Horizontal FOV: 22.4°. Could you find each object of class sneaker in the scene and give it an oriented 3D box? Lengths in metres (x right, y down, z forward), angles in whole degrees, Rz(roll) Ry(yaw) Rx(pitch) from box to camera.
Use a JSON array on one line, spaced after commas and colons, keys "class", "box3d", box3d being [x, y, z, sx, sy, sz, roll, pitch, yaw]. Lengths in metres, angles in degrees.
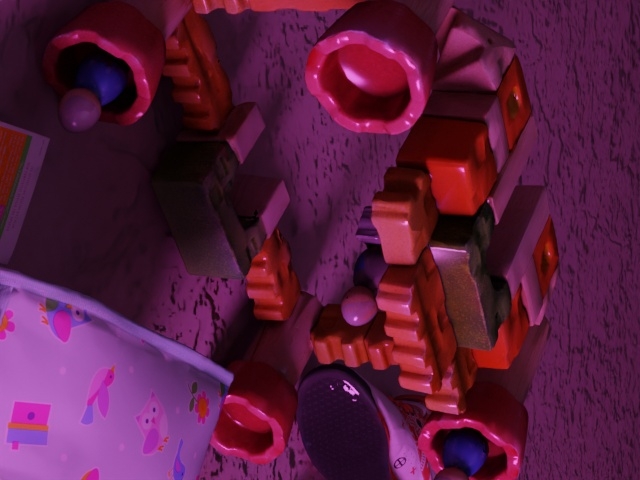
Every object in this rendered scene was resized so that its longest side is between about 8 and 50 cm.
[{"class": "sneaker", "box3d": [0.059, 0.188, 1.620, 0.270, 0.090, 0.145, 59, 27, -30]}]

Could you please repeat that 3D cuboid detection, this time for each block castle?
[{"class": "block castle", "box3d": [0.000, 0.000, 1.250, 0.213, 0.303, 0.453, -62, 145, -42]}]

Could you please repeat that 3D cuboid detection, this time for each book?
[{"class": "book", "box3d": [-0.249, -0.041, 1.077, 0.144, 0.035, 0.096, 19, 84, -59]}]

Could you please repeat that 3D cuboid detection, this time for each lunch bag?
[{"class": "lunch bag", "box3d": [-0.195, 0.147, 1.094, 0.262, 0.160, 0.223, 40, 64, -62]}]
